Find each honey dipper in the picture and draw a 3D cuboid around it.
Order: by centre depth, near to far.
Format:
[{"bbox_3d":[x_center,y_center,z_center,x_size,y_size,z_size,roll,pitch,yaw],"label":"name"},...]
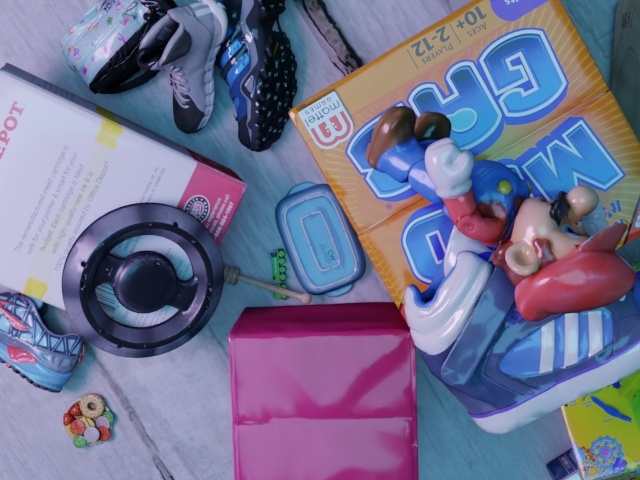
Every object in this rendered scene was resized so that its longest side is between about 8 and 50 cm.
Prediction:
[{"bbox_3d":[-0.090,0.071,1.595,0.160,0.030,0.030,18,96,7],"label":"honey dipper"}]

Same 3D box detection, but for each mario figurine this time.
[{"bbox_3d":[0.214,-0.054,1.109,0.198,0.170,0.320,-35,61,-28],"label":"mario figurine"}]

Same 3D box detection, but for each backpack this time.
[{"bbox_3d":[-0.297,-0.305,1.531,0.182,0.152,0.115,-41,77,8],"label":"backpack"}]

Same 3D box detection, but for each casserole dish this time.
[{"bbox_3d":[0.000,0.000,1.591,0.114,0.037,0.188,-21,95,1],"label":"casserole dish"}]

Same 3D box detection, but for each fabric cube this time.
[{"bbox_3d":[0.008,0.236,1.508,0.258,0.254,0.259,-2,95,0],"label":"fabric cube"}]

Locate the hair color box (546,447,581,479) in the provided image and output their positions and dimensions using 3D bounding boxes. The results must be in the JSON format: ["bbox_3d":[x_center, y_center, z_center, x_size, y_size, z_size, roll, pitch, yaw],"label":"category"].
[{"bbox_3d":[0.546,0.338,1.571,0.347,0.105,0.174,-33,92,5],"label":"hair color box"}]

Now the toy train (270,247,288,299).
[{"bbox_3d":[-0.065,0.053,1.610,0.023,0.017,0.083,-3,96,13],"label":"toy train"}]

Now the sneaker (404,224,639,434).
[{"bbox_3d":[0.257,0.059,1.185,0.322,0.130,0.236,-33,100,10],"label":"sneaker"}]

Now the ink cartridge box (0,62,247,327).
[{"bbox_3d":[-0.345,-0.052,1.488,0.384,0.160,0.279,25,97,-18],"label":"ink cartridge box"}]

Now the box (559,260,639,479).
[{"bbox_3d":[0.479,0.184,1.457,0.289,0.177,0.279,-17,68,11],"label":"box"}]

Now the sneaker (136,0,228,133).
[{"bbox_3d":[-0.219,-0.248,1.492,0.086,0.132,0.229,37,131,28],"label":"sneaker"}]

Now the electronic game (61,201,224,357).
[{"bbox_3d":[-0.247,0.058,1.427,0.229,0.048,0.229,-7,109,-20],"label":"electronic game"}]

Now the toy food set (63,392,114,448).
[{"bbox_3d":[-0.375,0.293,1.641,0.083,0.020,0.083,-29,94,4],"label":"toy food set"}]

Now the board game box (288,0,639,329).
[{"bbox_3d":[0.202,-0.114,1.413,0.356,0.356,0.356,-30,95,5],"label":"board game box"}]

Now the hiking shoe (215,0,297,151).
[{"bbox_3d":[-0.117,-0.288,1.551,0.132,0.113,0.304,6,104,32],"label":"hiking shoe"}]

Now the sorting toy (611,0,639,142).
[{"bbox_3d":[0.535,-0.223,1.452,0.089,0.255,0.257,-1,96,-24],"label":"sorting toy"}]

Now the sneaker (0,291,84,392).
[{"bbox_3d":[-0.487,0.123,1.605,0.262,0.104,0.125,37,78,-6],"label":"sneaker"}]
